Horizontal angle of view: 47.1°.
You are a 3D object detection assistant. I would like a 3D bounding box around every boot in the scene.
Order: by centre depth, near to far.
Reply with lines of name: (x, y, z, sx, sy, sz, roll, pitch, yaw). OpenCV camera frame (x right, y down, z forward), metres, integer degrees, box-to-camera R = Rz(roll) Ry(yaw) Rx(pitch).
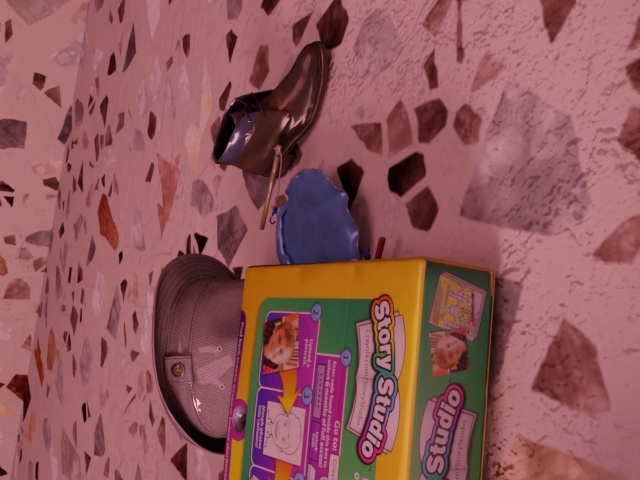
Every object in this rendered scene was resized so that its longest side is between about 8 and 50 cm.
boot: (-0.070, -0.179, 1.013, 0.082, 0.106, 0.219, 59, 134, 41)

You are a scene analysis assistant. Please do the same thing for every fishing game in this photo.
fishing game: (0.000, 0.000, 0.955, 0.264, 0.041, 0.189, 40, 129, 45)

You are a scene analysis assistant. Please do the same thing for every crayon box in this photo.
crayon box: (0.022, 0.206, 0.773, 0.313, 0.106, 0.362, -5, 77, 53)

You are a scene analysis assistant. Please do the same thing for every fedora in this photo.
fedora: (-0.106, 0.145, 0.982, 0.124, 0.244, 0.275, -9, 75, 27)
